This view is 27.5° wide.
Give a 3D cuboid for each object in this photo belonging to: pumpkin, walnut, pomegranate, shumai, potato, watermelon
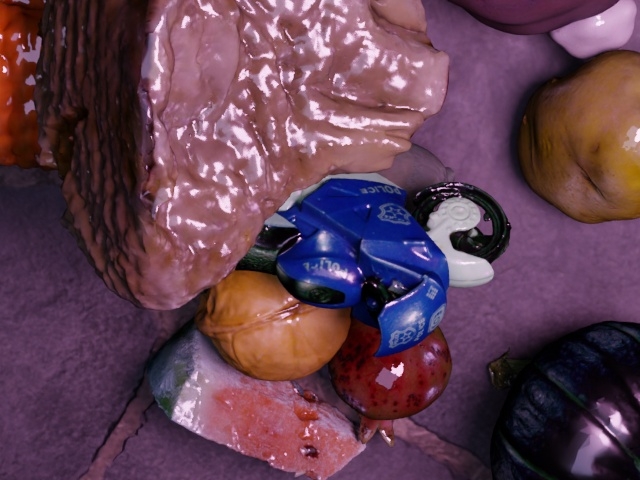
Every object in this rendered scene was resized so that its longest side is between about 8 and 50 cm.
[{"bbox_3d":[0.267,0.183,1.331,0.248,0.248,0.248,1,104,4],"label":"pumpkin"},{"bbox_3d":[-0.048,0.063,1.313,0.159,0.206,0.159,-1,93,-17],"label":"walnut"},{"bbox_3d":[0.060,0.141,1.365,0.129,0.129,0.159,31,110,-4],"label":"pomegranate"},{"bbox_3d":[-0.068,-0.128,1.063,0.283,0.217,0.346,-10,97,-33],"label":"shumai"},{"bbox_3d":[0.277,-0.095,1.263,0.154,0.200,0.137,26,70,-14],"label":"potato"},{"bbox_3d":[-0.061,0.182,1.390,0.241,0.154,0.094,33,104,-18],"label":"watermelon"}]

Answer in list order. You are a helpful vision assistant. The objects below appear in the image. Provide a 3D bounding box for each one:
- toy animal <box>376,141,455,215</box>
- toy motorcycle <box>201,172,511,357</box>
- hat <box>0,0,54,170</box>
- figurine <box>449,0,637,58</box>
[{"bbox_3d":[0.002,-0.072,1.330,0.251,0.127,0.125,28,112,11],"label":"toy animal"},{"bbox_3d":[0.000,0.000,1.165,0.331,0.196,0.125,11,138,6],"label":"toy motorcycle"},{"bbox_3d":[-0.234,-0.277,1.202,0.285,0.285,0.400,7,107,2],"label":"hat"},{"bbox_3d":[0.192,-0.367,1.217,0.218,0.206,0.365,3,83,9],"label":"figurine"}]
